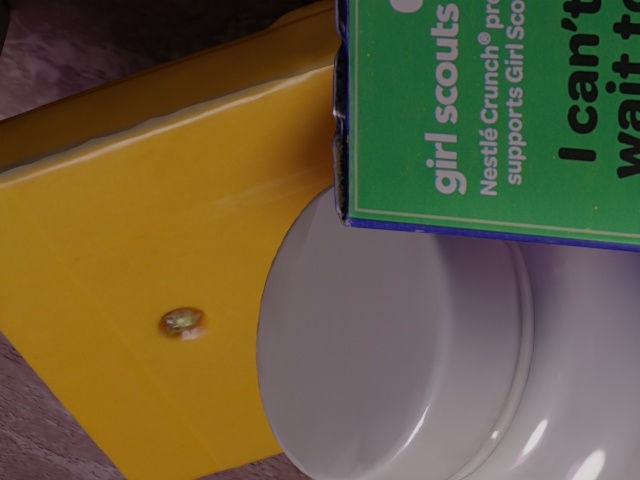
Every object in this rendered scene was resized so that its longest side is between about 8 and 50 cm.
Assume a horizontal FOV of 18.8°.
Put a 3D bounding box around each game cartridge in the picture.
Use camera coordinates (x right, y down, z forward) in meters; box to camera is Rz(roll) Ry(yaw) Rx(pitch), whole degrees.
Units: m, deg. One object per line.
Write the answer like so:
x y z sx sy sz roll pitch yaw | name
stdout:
0.000 0.000 0.970 0.324 0.052 0.285 -19 141 8 | game cartridge

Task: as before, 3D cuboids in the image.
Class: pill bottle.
0.137 0.057 0.879 0.319 0.176 0.176 10 159 -36 | pill bottle

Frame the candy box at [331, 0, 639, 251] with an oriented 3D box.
0.199 -0.064 0.665 0.317 0.122 0.268 4 -169 23 | candy box

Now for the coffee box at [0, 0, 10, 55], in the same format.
-0.389 -0.058 0.878 0.338 0.337 0.334 -7 142 21 | coffee box
